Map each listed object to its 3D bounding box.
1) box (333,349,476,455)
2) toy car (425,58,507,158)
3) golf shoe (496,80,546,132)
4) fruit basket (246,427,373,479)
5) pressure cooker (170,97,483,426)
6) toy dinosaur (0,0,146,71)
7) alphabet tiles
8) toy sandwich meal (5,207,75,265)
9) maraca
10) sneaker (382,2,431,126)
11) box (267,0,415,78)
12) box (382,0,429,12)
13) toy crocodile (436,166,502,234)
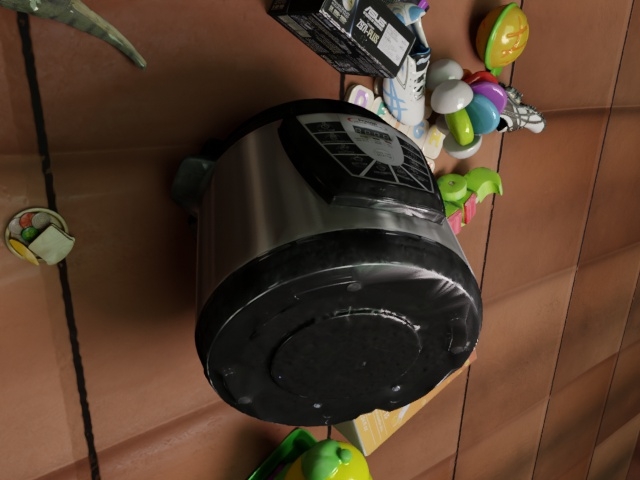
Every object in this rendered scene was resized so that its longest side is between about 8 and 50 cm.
[{"bbox_3d":[0.151,0.244,1.126,0.345,0.168,0.215,-33,124,-24],"label":"box"},{"bbox_3d":[0.283,-0.260,0.997,0.136,0.182,0.159,-16,133,14],"label":"toy car"},{"bbox_3d":[0.448,-0.286,1.219,0.198,0.077,0.094,23,103,-34],"label":"golf shoe"},{"bbox_3d":[0.000,0.538,0.993,0.283,0.392,0.392,-44,128,-16],"label":"fruit basket"},{"bbox_3d":[-0.004,0.004,0.767,0.375,0.420,0.370,-21,133,9],"label":"pressure cooker"},{"bbox_3d":[-0.319,-0.311,0.623,0.268,0.064,0.118,13,100,-46],"label":"toy dinosaur"},{"bbox_3d":[0.142,-0.197,1.044,0.284,0.021,0.278,13,98,-40],"label":"alphabet tiles"},{"bbox_3d":[-0.381,-0.003,0.711,0.085,0.029,0.085,-15,116,-33],"label":"toy sandwich meal"},{"bbox_3d":[0.382,-0.416,1.098,0.127,0.099,0.186,-55,156,0],"label":"maraca"},{"bbox_3d":[0.160,-0.305,0.941,0.085,0.086,0.237,-40,136,-22],"label":"sneaker"},{"bbox_3d":[0.035,-0.339,0.823,0.180,0.147,0.077,26,91,-40],"label":"box"},{"bbox_3d":[0.120,-0.436,0.929,0.116,0.029,0.162,-54,131,-8],"label":"box"},{"bbox_3d":[0.255,-0.040,1.125,0.340,0.105,0.115,-38,137,-20],"label":"toy crocodile"}]
